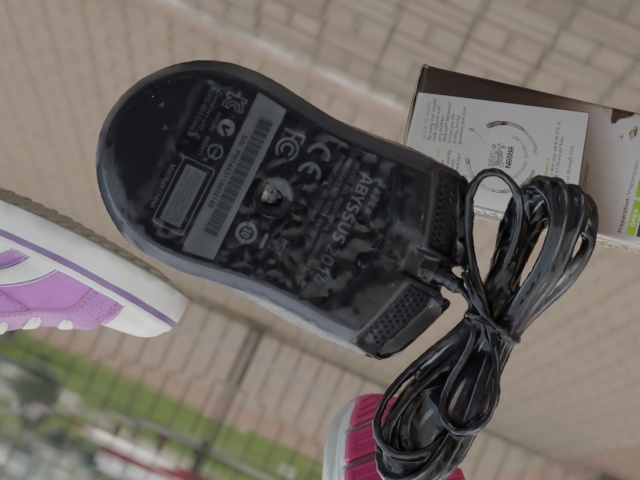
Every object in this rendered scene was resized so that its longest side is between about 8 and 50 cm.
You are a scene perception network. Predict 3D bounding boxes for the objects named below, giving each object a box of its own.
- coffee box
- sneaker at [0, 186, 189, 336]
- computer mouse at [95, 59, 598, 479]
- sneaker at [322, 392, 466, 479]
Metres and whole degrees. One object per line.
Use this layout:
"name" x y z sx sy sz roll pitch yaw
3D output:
"coffee box" 0.231 -0.064 1.699 0.297 0.119 0.168 13 179 10
"sneaker" -0.233 0.040 1.160 0.282 0.161 0.102 22 -179 -17
"computer mouse" 0.000 0.000 1.021 0.272 0.188 0.072 31 180 14
"sneaker" 0.031 0.226 1.189 0.103 0.252 0.111 3 168 -38
